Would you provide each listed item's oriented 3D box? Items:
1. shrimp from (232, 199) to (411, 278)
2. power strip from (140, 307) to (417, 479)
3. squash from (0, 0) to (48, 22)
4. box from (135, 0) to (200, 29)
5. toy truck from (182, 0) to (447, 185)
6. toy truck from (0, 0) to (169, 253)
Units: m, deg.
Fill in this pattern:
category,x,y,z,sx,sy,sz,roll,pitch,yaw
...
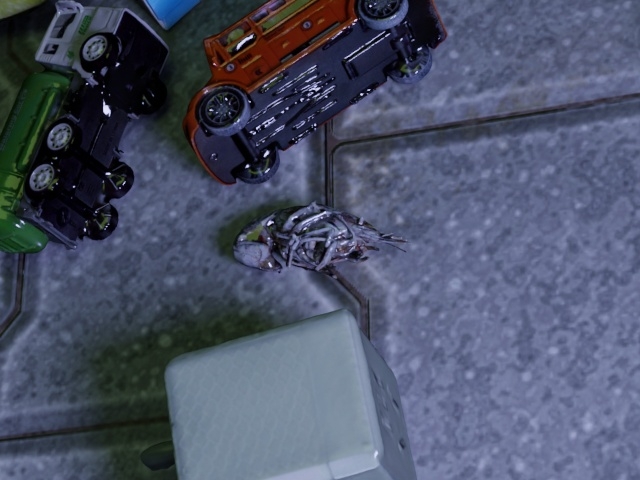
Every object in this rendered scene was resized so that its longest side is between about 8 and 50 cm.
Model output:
category,x,y,z,sx,sy,sz,roll,pitch,yaw
shrimp,0.000,0.000,1.545,0.165,0.056,0.065,3,50,31
power strip,-0.050,0.164,1.432,0.224,0.140,0.139,-16,62,10
squash,-0.338,-0.301,1.780,0.237,0.155,0.204,-63,19,10
box,-0.167,-0.321,1.747,0.139,0.073,0.194,-42,60,-5
toy truck,-0.017,-0.163,1.600,0.252,0.107,0.114,-33,58,-1
toy truck,-0.238,-0.100,1.651,0.125,0.101,0.242,10,71,35
